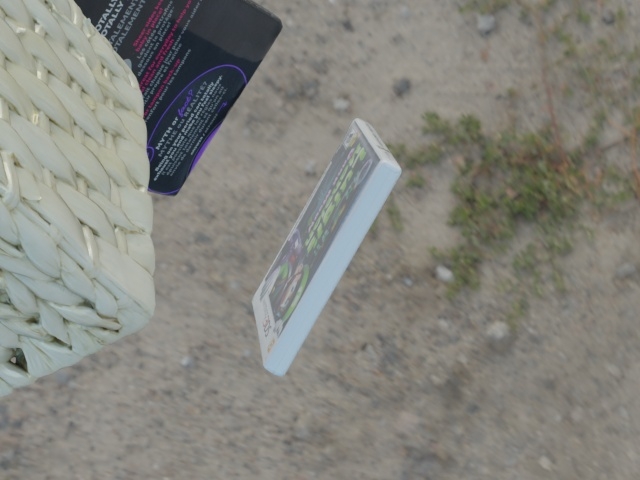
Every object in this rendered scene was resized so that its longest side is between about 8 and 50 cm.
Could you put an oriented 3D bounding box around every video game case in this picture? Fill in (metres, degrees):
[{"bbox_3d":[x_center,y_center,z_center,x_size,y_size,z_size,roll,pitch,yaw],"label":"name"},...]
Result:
[{"bbox_3d":[0.000,0.000,1.230,0.022,0.173,0.190,28,101,-13],"label":"video game case"}]

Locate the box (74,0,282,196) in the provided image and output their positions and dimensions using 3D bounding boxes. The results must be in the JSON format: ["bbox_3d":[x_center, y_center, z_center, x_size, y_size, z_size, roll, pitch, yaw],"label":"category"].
[{"bbox_3d":[-0.169,-0.148,1.039,0.143,0.270,0.165,35,97,21],"label":"box"}]

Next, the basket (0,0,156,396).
[{"bbox_3d":[-0.127,-0.033,0.410,0.103,0.167,0.113,-21,53,17],"label":"basket"}]
